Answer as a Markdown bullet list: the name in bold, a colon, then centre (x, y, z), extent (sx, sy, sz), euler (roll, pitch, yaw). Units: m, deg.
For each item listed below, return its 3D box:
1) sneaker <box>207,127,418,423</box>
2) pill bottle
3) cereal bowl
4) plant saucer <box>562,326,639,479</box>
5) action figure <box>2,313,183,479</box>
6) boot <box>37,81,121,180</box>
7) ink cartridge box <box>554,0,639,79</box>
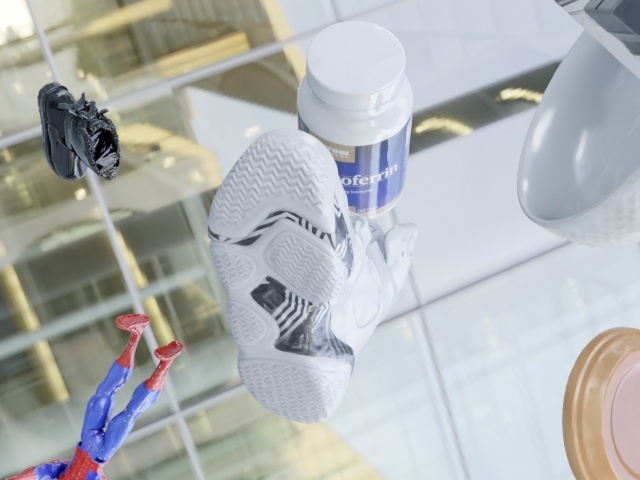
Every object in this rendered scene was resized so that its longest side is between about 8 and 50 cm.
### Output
- **sneaker**: centre (0.000, 0.000, 1.163), extent (0.137, 0.210, 0.366), euler (17, -43, 19)
- **pill bottle**: centre (0.045, -0.155, 1.553), extent (0.153, 0.153, 0.264), euler (58, -16, 30)
- **cereal bowl**: centre (0.371, -0.135, 1.290), extent (0.141, 0.339, 0.339), euler (27, -7, -16)
- **plant saucer**: centre (0.334, 0.190, 1.235), extent (0.037, 0.200, 0.200), euler (-8, -76, 52)
- **action figure**: centre (-0.264, 0.222, 1.280), extent (0.091, 0.139, 0.280), euler (36, -65, 22)
- **boot**: centre (-0.227, -0.089, 1.126), extent (0.099, 0.045, 0.121), euler (36, -36, 36)
- **ink cartridge box**: centre (0.332, -0.274, 0.943), extent (0.395, 0.166, 0.285), euler (39, -31, -11)
